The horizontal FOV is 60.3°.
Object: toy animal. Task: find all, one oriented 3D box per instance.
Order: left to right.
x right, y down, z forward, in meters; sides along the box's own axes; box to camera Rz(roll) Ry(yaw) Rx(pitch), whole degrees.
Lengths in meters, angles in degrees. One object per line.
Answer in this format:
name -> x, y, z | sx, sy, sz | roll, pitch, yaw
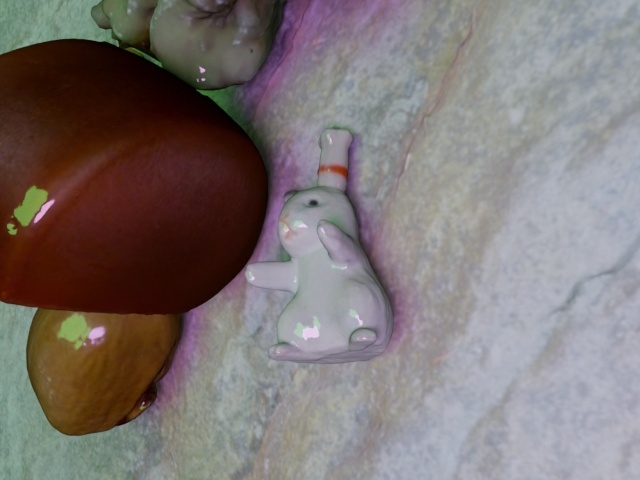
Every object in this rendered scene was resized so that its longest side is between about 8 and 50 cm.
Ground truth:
toy animal -> -0.006, 0.006, 0.635 | 0.141, 0.138, 0.282 | -24, 75, 34

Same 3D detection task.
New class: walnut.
walnut -> -0.322, 0.160, 0.796 | 0.203, 0.203, 0.298 | 47, 117, 23

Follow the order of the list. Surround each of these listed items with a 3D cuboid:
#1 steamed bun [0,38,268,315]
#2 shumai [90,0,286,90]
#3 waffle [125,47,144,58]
steamed bun -> -0.212, -0.072, 0.629 | 0.235, 0.379, 0.248 | 38, 97, 22
shumai -> -0.130, -0.358, 0.641 | 0.397, 0.324, 0.323 | 57, 134, 15
waffle -> -0.344, -0.182, 0.896 | 0.249, 0.056, 0.253 | -3, 88, 32
